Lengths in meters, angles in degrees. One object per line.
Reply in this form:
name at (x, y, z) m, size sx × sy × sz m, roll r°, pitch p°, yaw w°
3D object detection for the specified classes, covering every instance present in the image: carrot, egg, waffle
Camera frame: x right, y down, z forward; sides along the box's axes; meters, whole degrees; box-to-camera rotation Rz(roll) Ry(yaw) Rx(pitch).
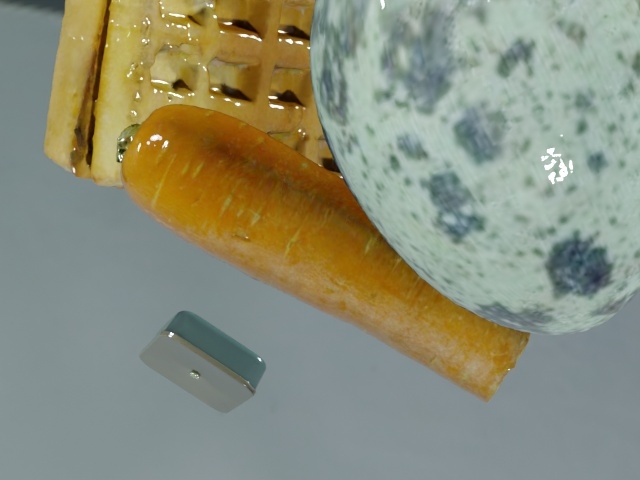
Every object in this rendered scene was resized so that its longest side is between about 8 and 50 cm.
carrot at (0.000, 0.000, 0.923) m, size 0.225 × 0.067 × 0.067 m, roll 30°, pitch 56°, yaw 2°
egg at (0.066, -0.049, 0.651) m, size 0.132 × 0.172 × 0.132 m, roll -18°, pitch 10°, yaw 3°
waffle at (-0.047, -0.137, 1.345) m, size 0.098 × 0.327 × 0.224 m, roll 10°, pitch 94°, yaw 36°

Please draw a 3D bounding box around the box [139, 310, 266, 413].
box at (-0.094, 0.097, 1.522) m, size 0.091 × 0.126 × 0.031 m, roll 33°, pitch 71°, yaw -4°
